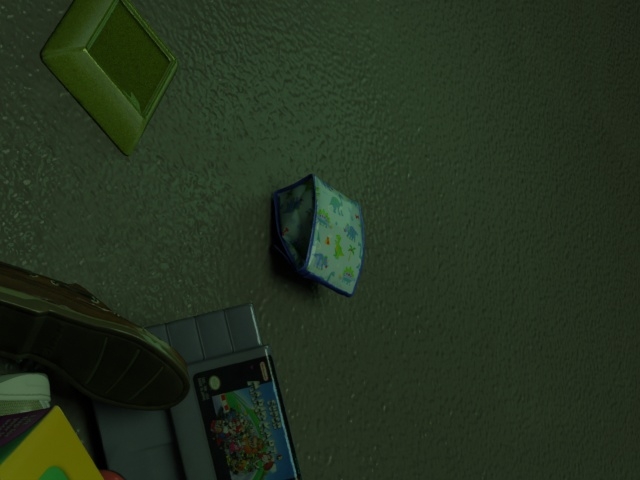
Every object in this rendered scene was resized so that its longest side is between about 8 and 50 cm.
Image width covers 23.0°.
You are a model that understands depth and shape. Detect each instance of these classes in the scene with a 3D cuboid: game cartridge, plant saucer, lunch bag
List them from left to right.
[{"bbox_3d":[-0.267,-0.243,2.111,0.188,0.045,0.188,50,41,-28],"label":"plant saucer"},{"bbox_3d":[-0.144,0.271,1.921,0.068,0.230,0.355,69,7,-85],"label":"game cartridge"},{"bbox_3d":[0.000,0.000,2.330,0.129,0.096,0.151,28,45,-46],"label":"lunch bag"}]

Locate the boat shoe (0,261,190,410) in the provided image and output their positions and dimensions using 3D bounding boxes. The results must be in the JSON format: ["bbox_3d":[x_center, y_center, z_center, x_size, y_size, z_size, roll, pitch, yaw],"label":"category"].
[{"bbox_3d":[-0.286,0.098,1.834,0.307,0.111,0.104,28,27,-26],"label":"boat shoe"}]

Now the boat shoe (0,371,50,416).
[{"bbox_3d":[-0.401,0.209,1.680,0.320,0.118,0.103,-2,73,-61],"label":"boat shoe"}]

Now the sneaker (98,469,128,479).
[{"bbox_3d":[-0.242,0.408,1.813,0.135,0.097,0.276,-20,90,-65],"label":"sneaker"}]

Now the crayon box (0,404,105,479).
[{"bbox_3d":[-0.299,0.388,1.463,0.313,0.106,0.363,61,38,-18],"label":"crayon box"}]
